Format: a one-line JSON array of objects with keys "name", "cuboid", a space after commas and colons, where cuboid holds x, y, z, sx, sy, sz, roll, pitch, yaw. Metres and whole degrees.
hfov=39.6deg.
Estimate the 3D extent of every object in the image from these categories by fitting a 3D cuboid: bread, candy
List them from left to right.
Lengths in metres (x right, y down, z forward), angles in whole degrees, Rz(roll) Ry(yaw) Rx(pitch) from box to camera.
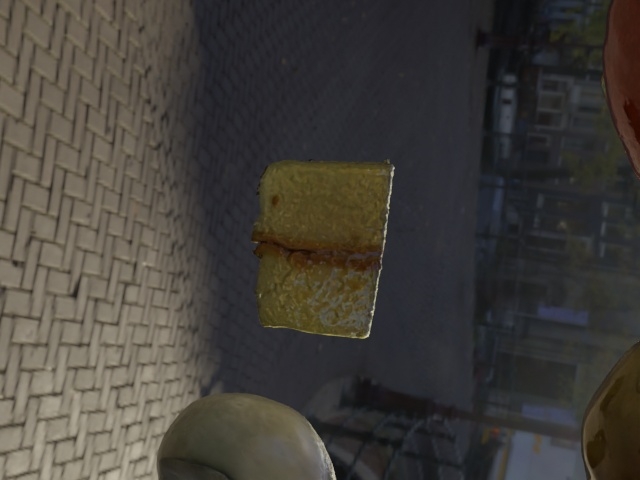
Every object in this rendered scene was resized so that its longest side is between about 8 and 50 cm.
[{"name": "candy", "cuboid": [-0.094, 0.326, 1.245, 0.185, 0.296, 0.295, -54, 152, -34]}, {"name": "bread", "cuboid": [0.000, 0.000, 1.210, 0.135, 0.178, 0.240, -64, 160, -84]}]

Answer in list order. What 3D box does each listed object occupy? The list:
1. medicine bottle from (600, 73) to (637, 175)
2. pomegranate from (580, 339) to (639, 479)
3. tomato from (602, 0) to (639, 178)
[{"name": "medicine bottle", "cuboid": [0.476, -0.183, 1.291, 0.096, 0.096, 0.191, 82, 5, -48]}, {"name": "pomegranate", "cuboid": [0.385, 0.214, 0.808, 0.319, 0.319, 0.319, 9, 90, -75]}, {"name": "tomato", "cuboid": [0.450, -0.173, 0.879, 0.273, 0.342, 0.341, 83, 17, -85]}]
